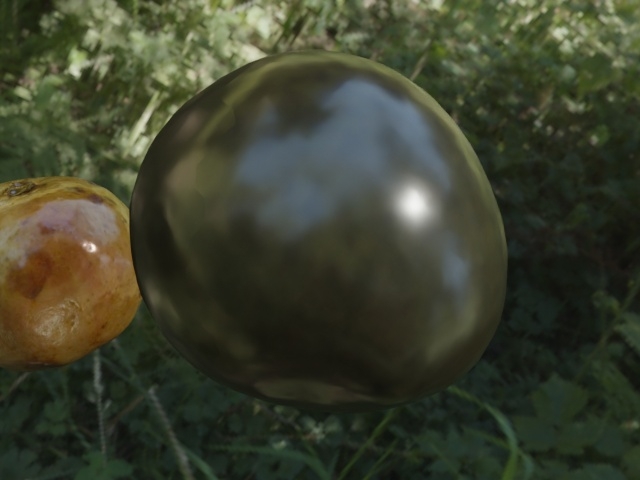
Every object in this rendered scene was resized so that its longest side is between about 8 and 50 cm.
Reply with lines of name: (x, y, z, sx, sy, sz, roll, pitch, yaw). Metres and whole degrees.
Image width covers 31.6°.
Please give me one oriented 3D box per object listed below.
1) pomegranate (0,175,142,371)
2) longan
pomegranate: (-0.290, 0.041, 1.183, 0.215, 0.215, 0.215, 23, 38, -20)
longan: (0.000, 0.000, 0.763, 0.258, 0.258, 0.258, 23, 38, -20)
